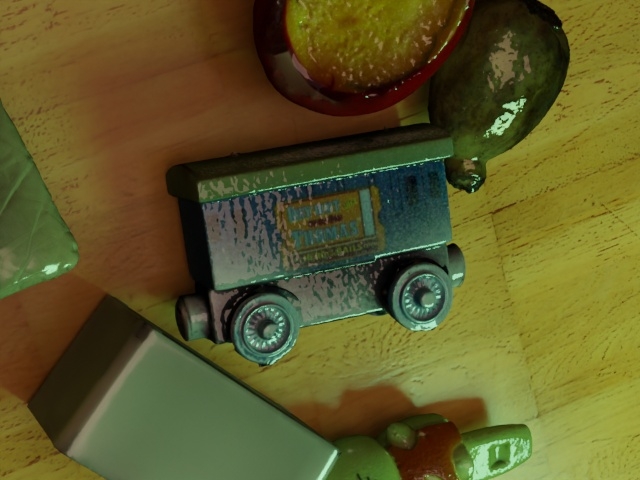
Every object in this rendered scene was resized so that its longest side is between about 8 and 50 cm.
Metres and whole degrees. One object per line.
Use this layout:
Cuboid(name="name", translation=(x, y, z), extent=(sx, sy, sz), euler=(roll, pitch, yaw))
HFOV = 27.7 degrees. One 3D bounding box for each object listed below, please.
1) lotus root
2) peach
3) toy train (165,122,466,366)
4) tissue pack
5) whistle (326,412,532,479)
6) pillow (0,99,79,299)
Cuboid(name="lotus root", translation=(0.170, -0.155, 1.308), extent=(0.138, 0.138, 0.214), euler=(23, 93, -24))
Cuboid(name="peach", translation=(0.041, -0.215, 1.183), extent=(0.196, 0.226, 0.189), euler=(1, 75, -31))
Cuboid(name="toy train", translation=(0.000, 0.000, 1.266), extent=(0.300, 0.131, 0.201), euler=(-11, 102, -21))
Cuboid(name="tissue pack", translation=(-0.129, 0.179, 1.233), extent=(0.246, 0.159, 0.136), euler=(36, 84, -23))
Cuboid(name="whistle", translation=(0.097, 0.248, 1.363), extent=(0.289, 0.106, 0.131), euler=(-11, 110, -20))
Cuboid(name="pillow", translation=(-0.385, -0.045, 1.101), extent=(0.274, 0.076, 0.280), euler=(-27, 85, -18))
